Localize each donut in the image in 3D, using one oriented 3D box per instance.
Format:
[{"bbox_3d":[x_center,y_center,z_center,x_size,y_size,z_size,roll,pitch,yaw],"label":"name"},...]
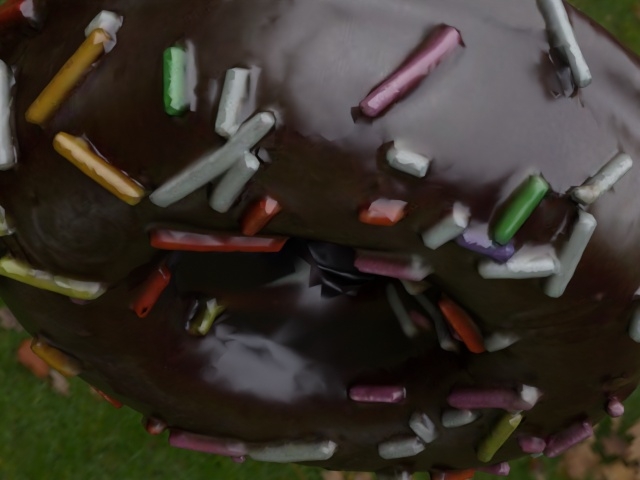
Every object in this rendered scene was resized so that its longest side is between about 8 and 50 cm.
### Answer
[{"bbox_3d":[0.000,0.000,0.549,0.270,0.270,0.103,26,54,-21],"label":"donut"}]
